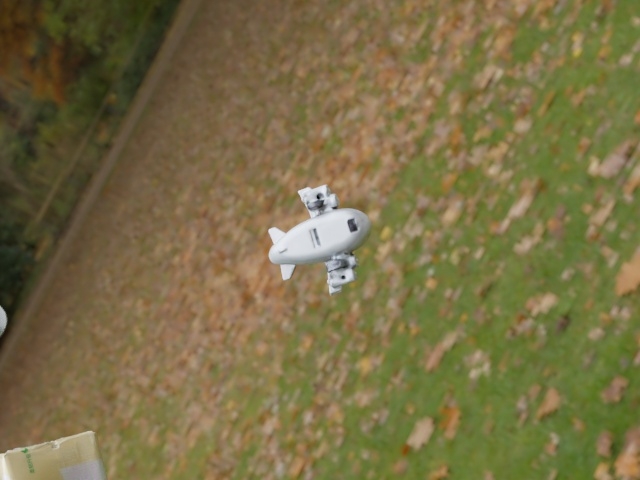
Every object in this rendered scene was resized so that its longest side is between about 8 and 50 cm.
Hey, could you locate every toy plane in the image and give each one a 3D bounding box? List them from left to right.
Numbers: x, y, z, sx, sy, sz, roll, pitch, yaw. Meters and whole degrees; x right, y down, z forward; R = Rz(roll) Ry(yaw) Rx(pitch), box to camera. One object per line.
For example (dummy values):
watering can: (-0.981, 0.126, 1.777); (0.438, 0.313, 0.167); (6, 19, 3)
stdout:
toy plane: (-0.001, 0.000, 2.100); (0.174, 0.174, 0.080); (-60, -19, 9)

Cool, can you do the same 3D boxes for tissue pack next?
tissue pack: (-0.433, 0.441, 2.261); (0.090, 0.186, 0.222); (-28, 73, 51)

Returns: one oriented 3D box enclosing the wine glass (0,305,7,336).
wine glass: (-0.590, 0.095, 2.254); (0.202, 0.093, 0.093); (76, -148, -58)
